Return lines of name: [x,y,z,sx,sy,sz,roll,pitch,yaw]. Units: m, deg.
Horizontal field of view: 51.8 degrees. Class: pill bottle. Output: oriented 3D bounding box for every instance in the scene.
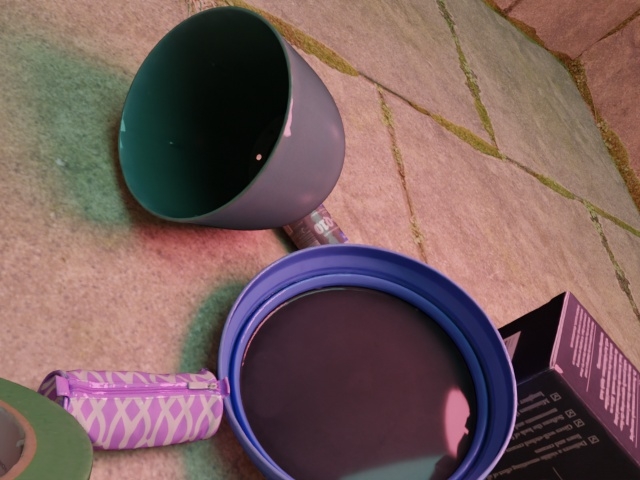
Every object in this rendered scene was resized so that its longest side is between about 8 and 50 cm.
pill bottle: [0.000,0.000,1.093,0.137,0.078,0.078,54,36,3]

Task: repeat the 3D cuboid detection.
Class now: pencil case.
pencil case: [-0.200,0.181,0.719,0.206,0.088,0.086,8,52,-42]

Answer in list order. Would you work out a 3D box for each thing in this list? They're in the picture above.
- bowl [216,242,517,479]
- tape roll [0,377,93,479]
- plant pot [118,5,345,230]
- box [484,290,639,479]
bowl: [0.059,0.177,0.874,0.392,0.077,0.391,6,49,-7]
tape roll: [-0.324,0.161,0.439,0.321,0.321,0.077,13,94,-41]
plant pot: [-0.099,-0.146,0.951,0.235,0.293,0.292,19,45,-56]
box: [0.380,0.333,1.037,0.395,0.293,0.212,49,37,-5]
